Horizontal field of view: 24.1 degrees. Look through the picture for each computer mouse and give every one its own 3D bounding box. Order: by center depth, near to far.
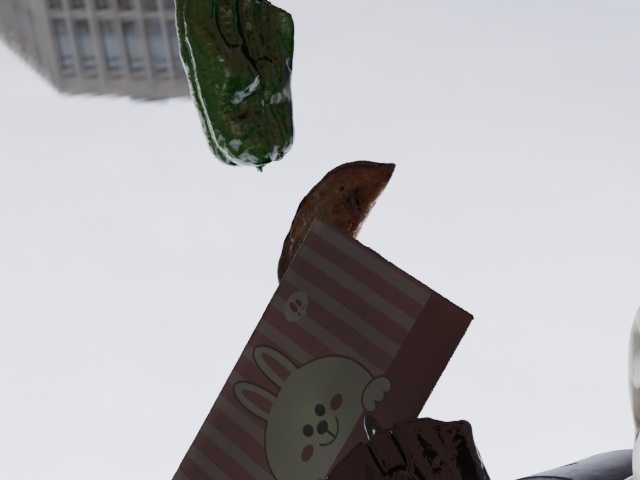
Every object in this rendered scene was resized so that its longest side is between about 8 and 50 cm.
[{"bbox_3d":[0.097,0.253,1.147,0.147,0.264,0.088,-30,-178,-9],"label":"computer mouse"}]

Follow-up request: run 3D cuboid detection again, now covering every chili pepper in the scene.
[{"bbox_3d":[-0.074,-0.182,1.245,0.099,0.253,0.083,-5,-178,-28],"label":"chili pepper"}]

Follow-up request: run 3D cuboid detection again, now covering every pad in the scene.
[{"bbox_3d":[-0.012,0.149,1.280,0.202,0.299,0.005,34,-174,40],"label":"pad"}]

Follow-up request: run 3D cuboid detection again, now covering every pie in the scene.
[{"bbox_3d":[-0.001,-0.002,1.455,0.088,0.033,0.191,11,-111,40],"label":"pie"}]

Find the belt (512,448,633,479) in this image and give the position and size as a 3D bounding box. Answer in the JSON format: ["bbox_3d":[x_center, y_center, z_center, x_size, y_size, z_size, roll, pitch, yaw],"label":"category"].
[{"bbox_3d":[0.229,0.311,1.350,0.117,0.347,0.212,-12,-110,-30],"label":"belt"}]

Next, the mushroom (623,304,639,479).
[{"bbox_3d":[0.281,0.150,0.948,0.336,0.314,0.314,-36,-176,44],"label":"mushroom"}]
